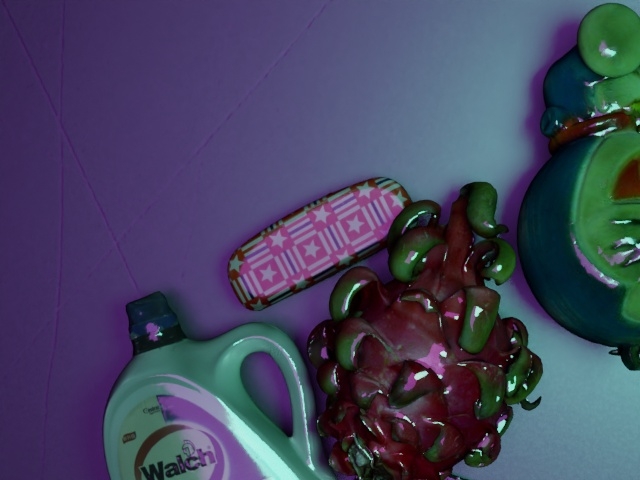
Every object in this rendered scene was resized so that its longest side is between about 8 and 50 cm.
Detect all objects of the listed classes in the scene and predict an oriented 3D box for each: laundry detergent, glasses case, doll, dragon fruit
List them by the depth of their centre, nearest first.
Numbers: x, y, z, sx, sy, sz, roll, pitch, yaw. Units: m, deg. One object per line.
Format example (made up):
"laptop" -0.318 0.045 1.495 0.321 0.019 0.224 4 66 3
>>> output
"doll" 0.279 -0.041 1.406 0.198 0.186 0.322 10 73 -24
"dragon fruit" 0.093 0.095 1.417 0.218 0.198 0.273 3 106 31
"laundry detergent" -0.106 0.179 1.484 0.214 0.105 0.281 -18 87 6
"glasses case" 0.000 0.000 1.497 0.194 0.049 0.073 -27 87 5

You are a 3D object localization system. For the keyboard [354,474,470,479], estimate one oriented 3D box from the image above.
"keyboard" 0.149 0.280 1.502 0.250 0.017 0.087 19 91 5
